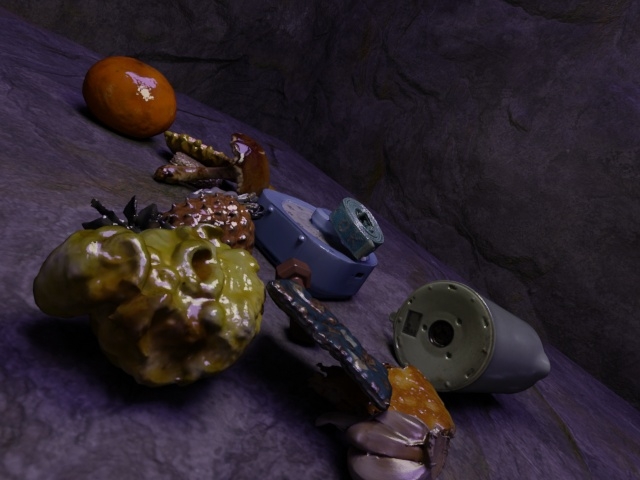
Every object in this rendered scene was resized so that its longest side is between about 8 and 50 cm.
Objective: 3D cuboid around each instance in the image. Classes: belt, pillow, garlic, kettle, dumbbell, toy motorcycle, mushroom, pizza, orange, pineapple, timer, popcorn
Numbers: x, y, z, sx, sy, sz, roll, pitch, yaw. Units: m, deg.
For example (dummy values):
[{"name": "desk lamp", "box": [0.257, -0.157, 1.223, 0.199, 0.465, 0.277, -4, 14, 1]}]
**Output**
[{"name": "belt", "box": [0.101, -0.038, 1.080, 0.163, 0.082, 0.148, 52, 28, 12]}, {"name": "pillow", "box": [0.018, 0.150, 0.650, 0.255, 0.034, 0.189, 42, 3, 8]}, {"name": "garlic", "box": [0.073, 0.292, 0.561, 0.194, 0.127, 0.131, 11, -15, 26]}, {"name": "kettle", "box": [0.363, 0.263, 1.069, 0.377, 0.250, 0.361, 23, -11, -40]}, {"name": "dumbbell", "box": [-0.042, 0.126, 0.874, 0.092, 0.082, 0.231, 24, 17, -26]}, {"name": "toy motorcycle", "box": [-0.264, -0.094, 1.050, 0.225, 0.073, 0.152, -5, 34, -24]}, {"name": "mushroom", "box": [-0.289, -0.228, 1.192, 0.302, 0.208, 0.233, 22, 12, -7]}, {"name": "pizza", "box": [0.111, 0.284, 0.708, 0.297, 0.071, 0.189, 21, 19, -35]}, {"name": "orange", "box": [-0.612, -0.466, 1.309, 0.284, 0.226, 0.284, 28, 22, -12]}, {"name": "pineapple", "box": [-0.275, 0.001, 0.709, 0.169, 0.169, 0.340, 40, 30, 24]}, {"name": "timer", "box": [0.000, 0.000, 1.188, 0.395, 0.173, 0.395, 30, 15, -9]}, {"name": "popcorn", "box": [-0.189, 0.085, 0.536, 0.225, 0.173, 0.286, 44, 16, 18]}]

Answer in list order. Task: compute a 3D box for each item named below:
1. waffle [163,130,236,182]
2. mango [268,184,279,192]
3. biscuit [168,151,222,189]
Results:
[{"name": "waffle", "box": [-0.382, -0.274, 1.370, 0.310, 0.065, 0.283, 24, -5, 15]}, {"name": "mango", "box": [-0.170, -0.128, 1.401, 0.227, 0.099, 0.136, 36, 6, -23]}, {"name": "biscuit", "box": [-0.390, -0.210, 1.255, 0.168, 0.070, 0.082, 28, 24, -27]}]
